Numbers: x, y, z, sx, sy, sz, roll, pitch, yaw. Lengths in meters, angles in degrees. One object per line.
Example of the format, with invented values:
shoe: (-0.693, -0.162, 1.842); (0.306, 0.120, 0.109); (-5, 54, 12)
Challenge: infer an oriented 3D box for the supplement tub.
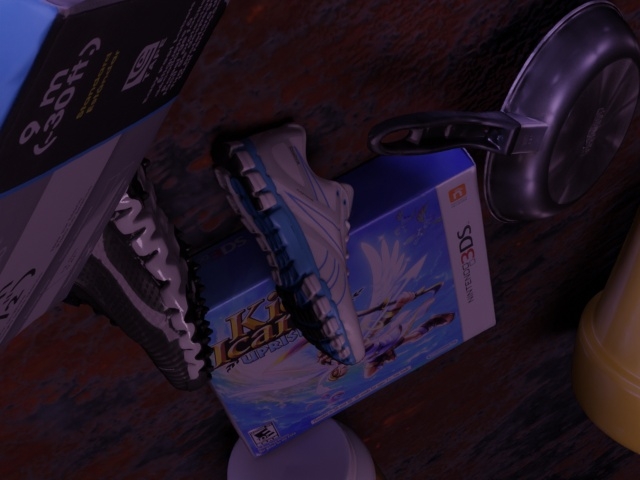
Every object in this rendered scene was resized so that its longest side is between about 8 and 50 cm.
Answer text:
supplement tub: (-0.003, 0.262, 1.052); (0.144, 0.144, 0.200); (-31, 143, -4)

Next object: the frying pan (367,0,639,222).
frying pan: (0.171, -0.109, 0.800); (0.326, 0.053, 0.197); (19, 101, -58)

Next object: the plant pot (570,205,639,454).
plant pot: (0.402, 0.068, 1.083); (0.253, 0.254, 0.239); (-15, 123, -24)

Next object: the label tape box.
label tape box: (-0.178, -0.029, 0.455); (0.249, 0.115, 0.348); (-56, -178, 23)

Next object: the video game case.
video game case: (0.019, 0.055, 0.910); (0.269, 0.061, 0.244); (-29, 142, -7)

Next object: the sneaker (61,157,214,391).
sneaker: (-0.145, 0.017, 0.714); (0.106, 0.078, 0.234); (-15, 126, 4)

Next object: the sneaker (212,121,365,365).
sneaker: (0.000, 0.000, 0.766); (0.083, 0.071, 0.191); (-30, 104, -24)
